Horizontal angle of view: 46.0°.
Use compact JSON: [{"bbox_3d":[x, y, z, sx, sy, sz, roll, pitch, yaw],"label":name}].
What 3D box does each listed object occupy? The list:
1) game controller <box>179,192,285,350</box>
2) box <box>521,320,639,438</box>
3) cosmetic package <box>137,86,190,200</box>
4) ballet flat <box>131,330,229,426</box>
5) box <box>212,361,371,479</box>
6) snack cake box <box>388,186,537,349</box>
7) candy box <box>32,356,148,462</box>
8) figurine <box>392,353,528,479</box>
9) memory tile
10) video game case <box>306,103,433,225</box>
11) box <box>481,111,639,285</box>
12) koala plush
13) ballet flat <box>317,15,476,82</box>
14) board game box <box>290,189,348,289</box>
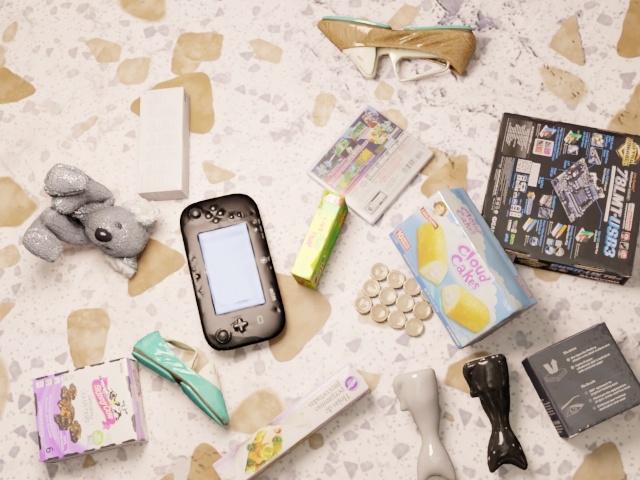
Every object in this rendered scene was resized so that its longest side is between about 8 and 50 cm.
[{"bbox_3d":[-0.179,0.059,1.522,0.166,0.067,0.319,-16,73,2],"label":"game controller"},{"bbox_3d":[0.475,0.254,1.367,0.156,0.093,0.158,-25,73,0],"label":"box"},{"bbox_3d":[-0.336,-0.207,1.622,0.098,0.060,0.239,-3,74,5],"label":"cosmetic package"},{"bbox_3d":[-0.255,0.257,1.470,0.247,0.083,0.087,35,67,13],"label":"ballet flat"},{"bbox_3d":[-0.052,0.352,1.421,0.324,0.067,0.063,-36,74,-5],"label":"box"},{"bbox_3d":[0.264,0.050,1.418,0.152,0.089,0.264,-45,67,39],"label":"snack cake box"},{"bbox_3d":[-0.450,0.331,1.475,0.196,0.070,0.165,-14,73,4],"label":"candy box"},{"bbox_3d":[0.256,0.332,1.381,0.214,0.092,0.209,-12,77,5],"label":"figurine"},{"bbox_3d":[0.150,0.117,1.491,0.148,0.012,0.113,23,78,12],"label":"memory tile"},{"bbox_3d":[0.102,-0.160,1.573,0.183,0.023,0.201,40,83,16],"label":"video game case"},{"bbox_3d":[0.473,-0.086,1.477,0.293,0.073,0.296,12,76,10],"label":"box"},{"bbox_3d":[-0.448,-0.038,1.540,0.221,0.203,0.196,23,99,-3],"label":"koala plush"},{"bbox_3d":[0.156,-0.402,1.604,0.342,0.116,0.124,7,94,5],"label":"ballet flat"},{"bbox_3d":[0.000,0.000,1.502,0.043,0.092,0.181,20,77,12],"label":"board game box"}]
